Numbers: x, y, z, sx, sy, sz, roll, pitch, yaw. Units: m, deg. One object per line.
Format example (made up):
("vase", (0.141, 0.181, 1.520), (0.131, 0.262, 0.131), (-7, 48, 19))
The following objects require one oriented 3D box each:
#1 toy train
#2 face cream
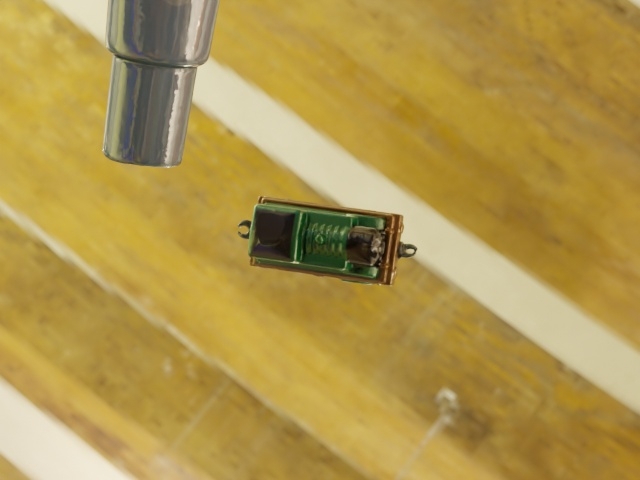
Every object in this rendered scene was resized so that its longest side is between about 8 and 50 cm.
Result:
("toy train", (0.000, 0.000, 2.090), (0.228, 0.091, 0.136), (9, 0, 17))
("face cream", (-0.122, -0.252, 1.422), (0.135, 0.385, 0.086), (5, 14, -16))
